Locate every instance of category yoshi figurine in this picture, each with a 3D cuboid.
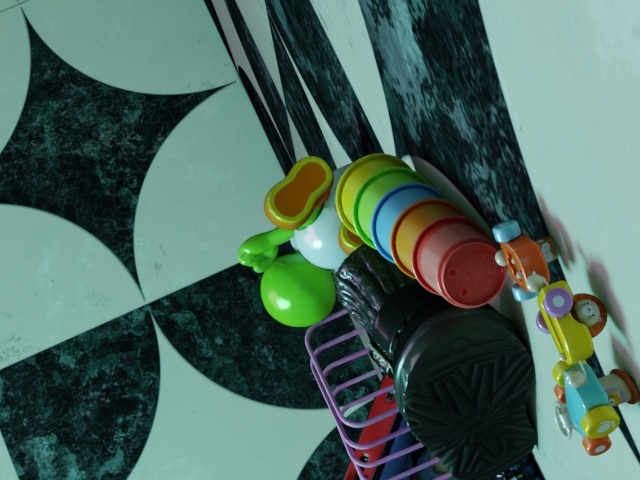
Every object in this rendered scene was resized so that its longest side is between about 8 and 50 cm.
[{"bbox_3d":[-0.005,0.027,1.746,0.362,0.203,0.204,99,153,-75],"label":"yoshi figurine"}]

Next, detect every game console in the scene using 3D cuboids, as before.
[{"bbox_3d":[0.110,0.423,2.173,0.342,0.060,0.386,69,-140,-55],"label":"game console"}]

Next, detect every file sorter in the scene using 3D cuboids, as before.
[{"bbox_3d":[0.105,0.237,1.907,0.291,0.182,0.202,71,174,-54],"label":"file sorter"}]

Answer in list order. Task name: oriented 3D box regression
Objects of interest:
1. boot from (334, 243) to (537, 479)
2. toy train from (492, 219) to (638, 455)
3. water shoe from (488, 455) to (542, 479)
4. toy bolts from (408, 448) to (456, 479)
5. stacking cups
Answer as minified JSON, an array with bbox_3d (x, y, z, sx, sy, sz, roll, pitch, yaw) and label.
[{"bbox_3d":[0.105,0.085,1.324,0.348,0.131,0.260,71,174,-58],"label":"boot"},{"bbox_3d":[0.174,0.064,0.894,0.125,0.046,0.166,-128,17,-80],"label":"toy train"},{"bbox_3d":[0.207,0.262,1.454,0.203,0.073,0.080,-118,8,-45],"label":"water shoe"},{"bbox_3d":[0.216,0.444,2.126,0.158,0.218,0.228,94,-172,-54],"label":"toy bolts"},{"bbox_3d":[0.101,-0.014,1.226,0.096,0.096,0.316,67,171,-18],"label":"stacking cups"}]
